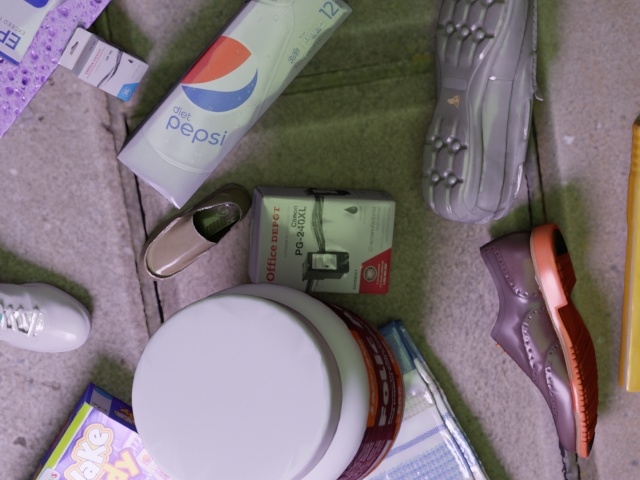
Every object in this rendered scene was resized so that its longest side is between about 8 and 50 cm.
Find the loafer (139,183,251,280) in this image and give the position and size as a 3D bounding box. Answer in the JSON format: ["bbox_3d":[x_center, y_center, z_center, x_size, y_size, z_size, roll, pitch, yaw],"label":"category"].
[{"bbox_3d":[-0.141,-0.009,1.914,0.148,0.050,0.056,-41,99,5],"label":"loafer"}]

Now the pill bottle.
[{"bbox_3d":[-0.047,0.158,1.758,0.224,0.392,0.224,-1,85,10],"label":"pill bottle"}]

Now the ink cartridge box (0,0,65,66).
[{"bbox_3d":[-0.357,-0.390,1.798,0.303,0.072,0.307,33,102,-1],"label":"ink cartridge box"}]

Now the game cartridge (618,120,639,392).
[{"bbox_3d":[0.485,0.013,1.952,0.285,0.052,0.323,1,100,-3],"label":"game cartridge"}]

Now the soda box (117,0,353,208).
[{"bbox_3d":[-0.092,-0.173,1.858,0.091,0.098,0.286,41,98,-10],"label":"soda box"}]

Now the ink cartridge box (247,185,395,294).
[{"bbox_3d":[0.000,0.000,1.909,0.150,0.063,0.109,2,103,-10],"label":"ink cartridge box"}]

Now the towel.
[{"bbox_3d":[0.069,0.252,1.990,0.209,0.034,0.285,-28,100,6],"label":"towel"}]

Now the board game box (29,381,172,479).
[{"bbox_3d":[-0.255,0.370,1.977,0.233,0.078,0.347,31,99,-8],"label":"board game box"}]

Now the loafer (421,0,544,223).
[{"bbox_3d":[0.187,-0.177,1.876,0.111,0.112,0.319,1,104,-39],"label":"loafer"}]

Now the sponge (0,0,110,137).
[{"bbox_3d":[-0.328,-0.225,1.869,0.117,0.031,0.210,38,98,-10],"label":"sponge"}]

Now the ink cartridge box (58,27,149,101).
[{"bbox_3d":[-0.233,-0.189,1.866,0.083,0.028,0.048,24,101,-33],"label":"ink cartridge box"}]

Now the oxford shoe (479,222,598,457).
[{"bbox_3d":[0.249,0.117,1.950,0.098,0.097,0.271,-11,99,20],"label":"oxford shoe"}]

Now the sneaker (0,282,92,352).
[{"bbox_3d":[-0.357,0.079,1.902,0.212,0.094,0.080,18,99,-7],"label":"sneaker"}]
